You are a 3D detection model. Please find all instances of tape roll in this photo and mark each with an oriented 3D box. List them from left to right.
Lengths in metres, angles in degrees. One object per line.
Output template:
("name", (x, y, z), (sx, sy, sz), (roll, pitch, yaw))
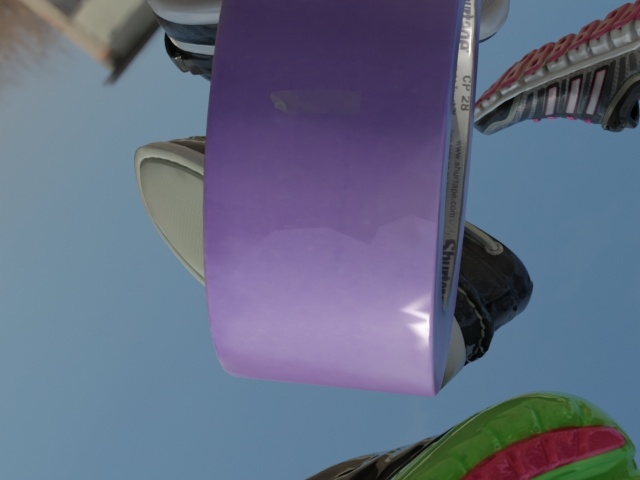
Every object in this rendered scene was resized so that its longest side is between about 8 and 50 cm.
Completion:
("tape roll", (0.014, -0.038, 0.616), (0.189, 0.080, 0.189), (5, 90, -81))

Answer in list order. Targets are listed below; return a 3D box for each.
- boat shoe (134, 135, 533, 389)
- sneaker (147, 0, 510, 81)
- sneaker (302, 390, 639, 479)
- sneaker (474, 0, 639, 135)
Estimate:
("boat shoe", (0.000, 0.000, 1.037), (0.091, 0.114, 0.302), (-33, -133, -30))
("sneaker", (0.009, -0.133, 0.998), (0.121, 0.217, 0.079), (72, 26, -64))
("sneaker", (-0.036, 0.233, 0.902), (0.483, 0.185, 0.202), (-15, 166, -20))
("sneaker", (0.176, -0.099, 1.091), (0.170, 0.075, 0.063), (-25, -166, 33))
